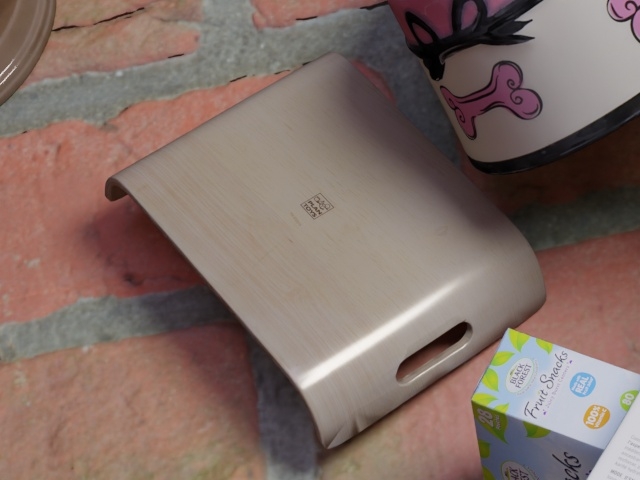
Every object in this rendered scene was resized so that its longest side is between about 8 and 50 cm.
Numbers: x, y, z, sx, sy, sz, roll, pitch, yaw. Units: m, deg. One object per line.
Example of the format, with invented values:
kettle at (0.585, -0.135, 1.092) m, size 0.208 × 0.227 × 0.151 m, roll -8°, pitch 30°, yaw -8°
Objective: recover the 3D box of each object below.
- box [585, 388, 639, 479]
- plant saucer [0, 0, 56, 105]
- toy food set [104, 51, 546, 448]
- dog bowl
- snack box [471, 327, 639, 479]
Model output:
box at (0.242, 0.120, 1.156) m, size 0.100 × 0.060 × 0.244 m, roll 24°, pitch 56°, yaw 22°
plant saucer at (-0.377, -0.203, 1.718) m, size 0.278 × 0.041 × 0.278 m, roll -6°, pitch 58°, yaw 10°
toy food set at (0.000, 0.000, 1.494) m, size 0.220 × 0.092 × 0.306 m, roll -31°, pitch 59°, yaw -20°
dog bowl at (0.218, -0.242, 1.395) m, size 0.150 × 0.408 × 0.408 m, roll 46°, pitch 73°, yaw -15°
snack box at (0.213, 0.161, 1.286) m, size 0.207 × 0.174 × 0.070 m, roll 20°, pitch 60°, yaw 23°
